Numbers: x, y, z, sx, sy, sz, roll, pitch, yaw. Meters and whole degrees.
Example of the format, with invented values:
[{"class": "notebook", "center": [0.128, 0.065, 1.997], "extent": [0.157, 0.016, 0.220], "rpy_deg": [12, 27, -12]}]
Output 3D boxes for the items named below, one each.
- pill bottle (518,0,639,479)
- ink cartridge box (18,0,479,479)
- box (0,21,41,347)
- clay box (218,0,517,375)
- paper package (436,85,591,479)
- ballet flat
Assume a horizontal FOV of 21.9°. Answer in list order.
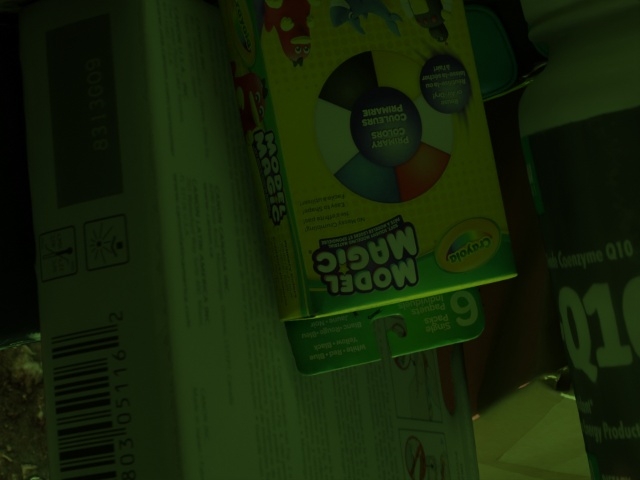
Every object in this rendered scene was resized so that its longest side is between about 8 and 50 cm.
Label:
[{"class": "pill bottle", "center": [0.229, -0.015, 0.953], "extent": [0.204, 0.361, 0.204], "rpy_deg": [-11, 179, 0]}, {"class": "ink cartridge box", "center": [-0.024, 0.042, 0.986], "extent": [0.091, 0.308, 0.385], "rpy_deg": [-13, 166, 25]}, {"class": "box", "center": [-0.281, -0.007, 0.988], "extent": [0.343, 0.179, 0.312], "rpy_deg": [-12, 177, 28]}, {"class": "clay box", "center": [0.028, -0.047, 0.894], "extent": [0.127, 0.222, 0.053], "rpy_deg": [-11, 178, -25]}, {"class": "paper package", "center": [0.180, 0.026, 1.249], "extent": [0.168, 0.309, 0.325], "rpy_deg": [14, 155, -14]}, {"class": "ballet flat", "center": [0.135, -0.145, 1.115], "extent": [0.231, 0.077, 0.077], "rpy_deg": [-13, -158, 19]}]
